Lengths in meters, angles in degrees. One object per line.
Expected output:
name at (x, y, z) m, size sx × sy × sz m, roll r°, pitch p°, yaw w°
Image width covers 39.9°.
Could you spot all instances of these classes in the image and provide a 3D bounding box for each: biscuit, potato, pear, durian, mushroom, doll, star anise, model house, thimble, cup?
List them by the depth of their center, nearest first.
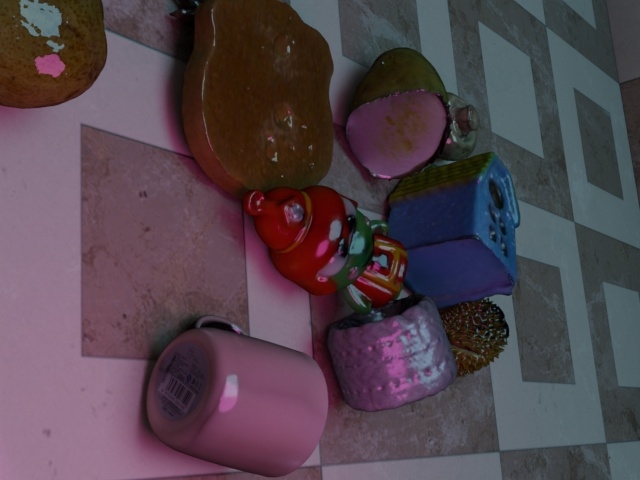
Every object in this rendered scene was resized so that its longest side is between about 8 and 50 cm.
pear at (-0.372, -0.274, 1.102) m, size 0.211 × 0.188 × 0.228 m, roll 16°, pitch 63°, yaw -47°
cup at (-0.135, 0.205, 1.280) m, size 0.200 × 0.191 × 0.253 m, roll 27°, pitch 28°, yaw -42°
star anise at (-0.199, -0.366, 1.488) m, size 0.141 × 0.042 × 0.141 m, roll 23°, pitch 60°, yaw -46°
doll at (0.001, 0.000, 1.526) m, size 0.363 × 0.160 × 0.182 m, roll 31°, pitch 70°, yaw -41°
biscuit at (-0.102, -0.245, 1.532) m, size 0.385 × 0.062 × 0.365 m, roll 9°, pitch 80°, yaw -56°
thimble at (0.130, 0.196, 1.583) m, size 0.245 × 0.217 × 0.157 m, roll -23°, pitch 98°, yaw -67°
potato at (0.172, -0.290, 1.843) m, size 0.229 × 0.229 × 0.266 m, roll 53°, pitch 27°, yaw -27°
model house at (0.273, -0.043, 1.843) m, size 0.215 × 0.237 × 0.303 m, roll 39°, pitch 48°, yaw -41°
durian at (0.348, 0.196, 1.937) m, size 0.237 × 0.138 × 0.193 m, roll -41°, pitch 111°, yaw -52°
mushroom at (0.306, -0.263, 2.051) m, size 0.166 × 0.127 × 0.166 m, roll 10°, pitch 77°, yaw -48°
